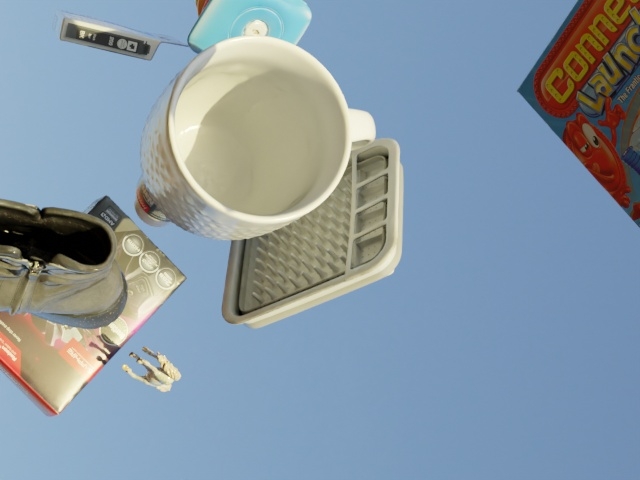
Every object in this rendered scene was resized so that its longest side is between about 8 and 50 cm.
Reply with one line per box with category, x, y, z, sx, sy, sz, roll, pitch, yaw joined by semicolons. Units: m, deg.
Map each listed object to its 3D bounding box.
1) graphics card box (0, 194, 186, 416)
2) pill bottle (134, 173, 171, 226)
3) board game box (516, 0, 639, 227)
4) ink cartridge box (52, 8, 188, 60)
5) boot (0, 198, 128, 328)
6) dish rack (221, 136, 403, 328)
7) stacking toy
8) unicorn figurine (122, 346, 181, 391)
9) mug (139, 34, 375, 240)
graphics card box;-0.461;0.122;2.478;0.233;0.371;0.094;48;-22;-12
pill bottle;-0.264;-0.092;2.284;0.180;0.108;0.108;-44;-124;59
board game box;0.373;-0.144;1.242;0.302;0.086;0.308;51;-37;17
ink cartridge box;-0.337;-0.338;2.179;0.206;0.208;0.045;-137;-121;-71
boot;-0.379;0.011;1.416;0.223;0.338;0.118;93;-4;-71
dish rack;0.000;0.000;2.093;0.332;0.072;0.286;-23;-138;26
stacking toy;-0.152;-0.417;2.182;0.166;0.175;0.302;-53;-142;19
unicorn figurine;-0.302;0.242;2.393;0.060;0.111;0.162;-57;-159;-12
mug;-0.094;-0.142;2.009;0.328;0.374;0.276;156;-78;-68
